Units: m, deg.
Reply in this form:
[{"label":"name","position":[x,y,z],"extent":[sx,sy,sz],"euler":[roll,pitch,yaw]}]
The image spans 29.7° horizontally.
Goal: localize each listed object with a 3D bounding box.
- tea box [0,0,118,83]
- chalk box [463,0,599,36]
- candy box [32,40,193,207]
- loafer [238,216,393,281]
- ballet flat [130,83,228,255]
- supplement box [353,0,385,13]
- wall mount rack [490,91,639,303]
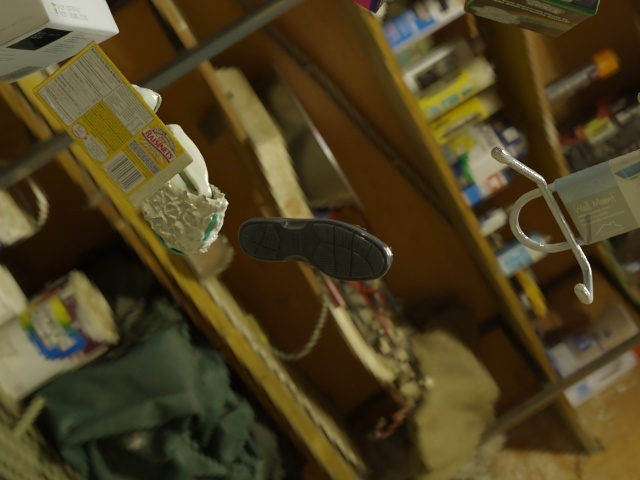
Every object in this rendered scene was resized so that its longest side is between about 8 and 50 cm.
[{"label":"tea box","position":[-0.502,-0.421,1.801],"extent":[0.329,0.220,0.323],"euler":[-40,108,-80]},{"label":"chalk box","position":[0.356,-0.451,1.917],"extent":[0.180,0.179,0.289],"euler":[15,-1,-4]},{"label":"candy box","position":[-0.272,-0.152,1.595],"extent":[0.206,0.105,0.027],"euler":[51,-1,-20]},{"label":"loafer","position":[0.000,0.000,2.204],"extent":[0.095,0.303,0.109],"euler":[-30,126,-59]},{"label":"ballet flat","position":[-0.272,-0.158,1.928],"extent":[0.409,0.147,0.147],"euler":[51,-2,19]},{"label":"supplement box","position":[0.021,-0.449,1.761],"extent":[0.220,0.114,0.111],"euler":[30,-29,7]},{"label":"wall mount rack","position":[0.398,-0.072,1.640],"extent":[0.304,0.350,0.130],"euler":[56,28,-26]}]
